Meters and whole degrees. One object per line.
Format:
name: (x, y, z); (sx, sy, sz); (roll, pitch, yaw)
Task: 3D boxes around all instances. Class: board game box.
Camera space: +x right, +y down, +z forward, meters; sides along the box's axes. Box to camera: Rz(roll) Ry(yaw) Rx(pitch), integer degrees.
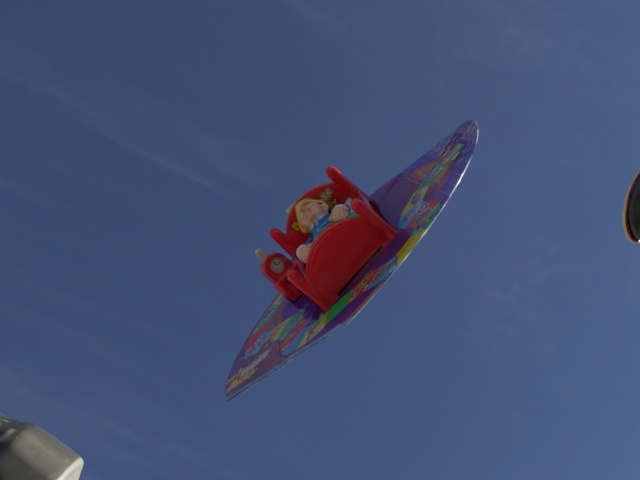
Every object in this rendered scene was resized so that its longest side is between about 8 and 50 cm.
board game box: (0.000, 0.000, 0.551); (0.033, 0.133, 0.169); (41, -40, -10)

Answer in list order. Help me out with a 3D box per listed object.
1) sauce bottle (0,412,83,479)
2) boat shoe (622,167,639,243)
sauce bottle: (-0.243, 0.011, 0.424); (0.344, 0.111, 0.111); (31, -68, 3)
boat shoe: (0.281, -0.047, 0.947); (0.137, 0.043, 0.049); (-45, -56, -29)
